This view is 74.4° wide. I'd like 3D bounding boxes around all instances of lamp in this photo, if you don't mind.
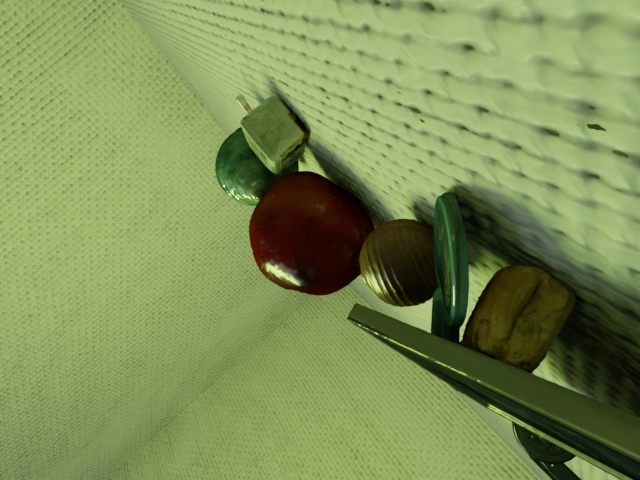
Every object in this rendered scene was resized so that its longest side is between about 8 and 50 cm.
[{"bbox_3d":[0.125,0.034,0.640,0.136,0.136,0.136,48,176,4],"label":"lamp"}]

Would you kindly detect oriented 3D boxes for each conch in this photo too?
[{"bbox_3d":[-0.151,-0.174,1.040,0.277,0.196,0.220,-101,-5,-60],"label":"conch"}]

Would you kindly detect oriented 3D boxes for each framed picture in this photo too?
[{"bbox_3d":[0.254,0.199,0.454,0.326,0.028,0.446,36,169,-21],"label":"framed picture"}]

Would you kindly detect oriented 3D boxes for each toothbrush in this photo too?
[{"bbox_3d":[-0.162,-0.313,1.252,0.025,0.020,0.286,33,167,44],"label":"toothbrush"}]

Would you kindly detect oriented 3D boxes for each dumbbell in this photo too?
[{"bbox_3d":[0.425,0.356,0.807,0.110,0.110,0.254,46,-178,30],"label":"dumbbell"}]

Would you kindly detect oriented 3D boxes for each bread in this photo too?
[{"bbox_3d":[0.218,0.102,0.496,0.084,0.113,0.211,29,168,23],"label":"bread"}]

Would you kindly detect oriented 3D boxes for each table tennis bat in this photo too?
[{"bbox_3d":[0.154,0.054,0.513,0.149,0.038,0.237,-86,-12,-49],"label":"table tennis bat"}]

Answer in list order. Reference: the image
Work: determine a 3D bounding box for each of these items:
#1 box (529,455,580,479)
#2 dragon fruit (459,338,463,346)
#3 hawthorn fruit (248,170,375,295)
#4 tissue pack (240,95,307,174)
[{"bbox_3d":[0.727,0.711,1.267,0.230,0.050,0.160,45,175,48],"label":"box"},{"bbox_3d":[0.340,0.216,0.794,0.097,0.063,0.131,0,-141,-50],"label":"dragon fruit"},{"bbox_3d":[0.000,0.000,0.916,0.308,0.265,0.265,23,161,35],"label":"hawthorn fruit"},{"bbox_3d":[-0.093,-0.213,0.874,0.106,0.099,0.149,51,176,-2],"label":"tissue pack"}]
